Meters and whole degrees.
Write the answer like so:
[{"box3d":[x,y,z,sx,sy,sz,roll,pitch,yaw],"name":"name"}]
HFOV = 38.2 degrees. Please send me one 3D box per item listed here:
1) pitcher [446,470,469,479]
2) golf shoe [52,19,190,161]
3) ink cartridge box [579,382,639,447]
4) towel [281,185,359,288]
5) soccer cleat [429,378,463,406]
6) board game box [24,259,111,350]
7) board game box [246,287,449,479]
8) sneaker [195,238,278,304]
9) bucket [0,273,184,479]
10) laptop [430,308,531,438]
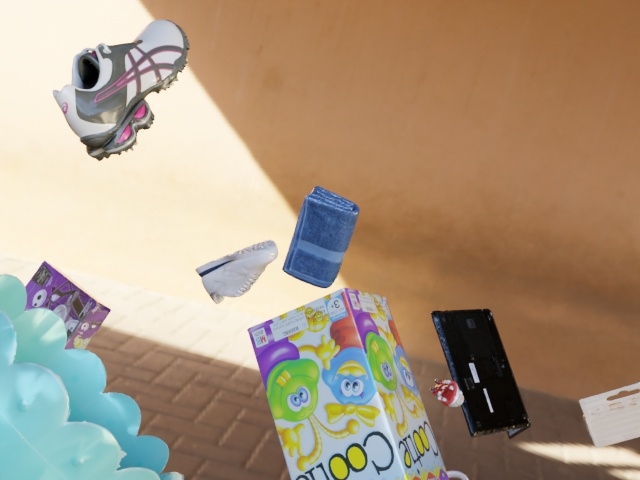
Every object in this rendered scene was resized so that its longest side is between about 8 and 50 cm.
[{"box3d":[0.197,0.543,1.897,0.207,0.126,0.178,1,40,23],"name":"pitcher"},{"box3d":[-0.266,-0.237,1.266,0.105,0.273,0.120,-16,-51,32],"name":"golf shoe"},{"box3d":[0.512,0.277,1.552,0.145,0.179,0.045,-19,44,12],"name":"ink cartridge box"},{"box3d":[0.000,0.000,1.079,0.067,0.119,0.029,23,32,6],"name":"towel"},{"box3d":[0.149,0.176,1.047,0.035,0.029,0.083,31,-6,-4],"name":"soccer cleat"},{"box3d":[-0.549,0.223,1.698,0.208,0.347,0.056,26,-10,45],"name":"board game box"},{"box3d":[0.039,0.214,1.108,0.142,0.275,0.144,-24,-17,20],"name":"board game box"},{"box3d":[-0.164,0.066,1.956,0.235,0.095,0.090,-21,0,44],"name":"sneaker"},{"box3d":[-0.273,0.168,0.784,0.281,0.183,0.281,46,-8,9],"name":"bucket"},{"box3d":[0.290,0.260,1.741,0.264,0.234,0.136,1,-26,-42],"name":"laptop"}]
